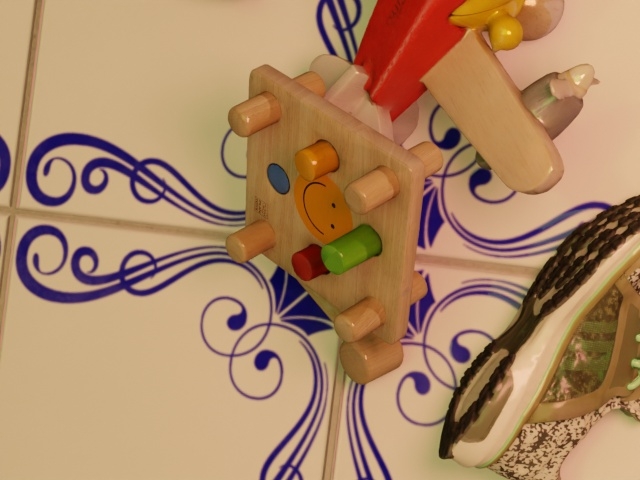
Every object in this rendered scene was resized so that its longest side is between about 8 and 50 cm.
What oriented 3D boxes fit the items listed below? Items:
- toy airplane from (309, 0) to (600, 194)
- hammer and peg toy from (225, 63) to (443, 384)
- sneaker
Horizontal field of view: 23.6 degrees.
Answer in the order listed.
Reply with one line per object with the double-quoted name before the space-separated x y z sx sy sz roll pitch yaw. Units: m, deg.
"toy airplane" 0.154 -0.246 1.746 0.384 0.272 0.386 3 98 60
"hammer and peg toy" 0.000 0.000 1.750 0.266 0.127 0.361 35 138 32
"sneaker" 0.312 0.120 1.725 0.182 0.158 0.410 36 100 -11
